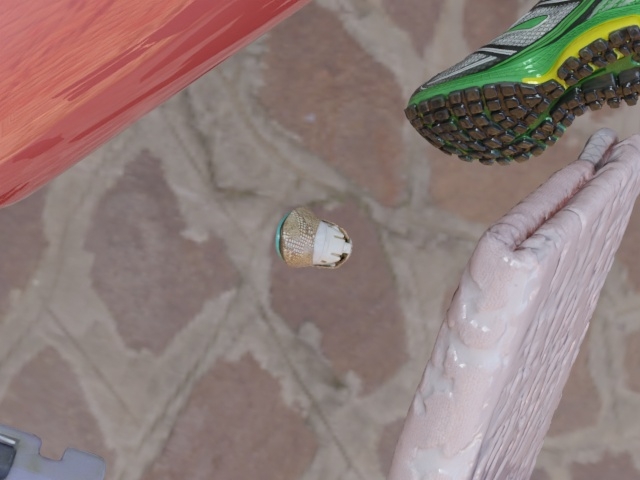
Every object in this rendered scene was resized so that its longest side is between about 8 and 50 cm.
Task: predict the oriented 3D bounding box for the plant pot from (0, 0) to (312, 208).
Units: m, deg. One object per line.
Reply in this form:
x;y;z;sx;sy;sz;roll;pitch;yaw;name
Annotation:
-0.077;-0.156;0.399;0.243;0.275;0.275;-44;132;15;plant pot

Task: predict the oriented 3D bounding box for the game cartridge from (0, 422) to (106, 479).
-0.320;0.150;0.854;0.355;0.230;0.068;19;41;-7;game cartridge

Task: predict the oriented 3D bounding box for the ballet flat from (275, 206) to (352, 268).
0.000;0.000;1.693;0.206;0.067;0.073;-5;104;-79;ballet flat

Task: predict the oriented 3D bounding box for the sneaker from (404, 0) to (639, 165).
0.248;-0.193;1.617;0.134;0.343;0.146;44;37;-38;sneaker

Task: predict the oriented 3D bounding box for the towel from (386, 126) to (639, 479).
0.122;0.102;1.011;0.317;0.053;0.332;-35;145;-59;towel
